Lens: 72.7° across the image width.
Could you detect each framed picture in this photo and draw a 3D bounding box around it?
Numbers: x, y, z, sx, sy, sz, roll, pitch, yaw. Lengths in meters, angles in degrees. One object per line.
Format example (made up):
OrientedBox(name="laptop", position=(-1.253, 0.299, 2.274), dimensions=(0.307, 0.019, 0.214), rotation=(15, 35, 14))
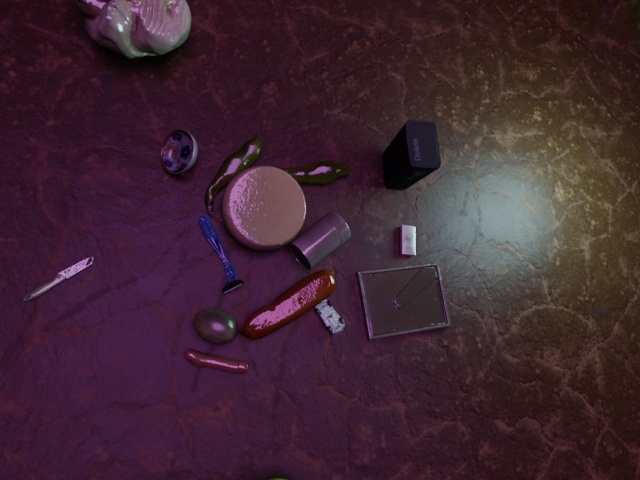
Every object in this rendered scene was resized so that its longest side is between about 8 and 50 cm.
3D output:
OrientedBox(name="framed picture", position=(0.287, 0.201, 1.487), dimensions=(0.314, 0.024, 0.232), rotation=(-5, 77, -17))

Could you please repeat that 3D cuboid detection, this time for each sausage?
OrientedBox(name="sausage", position=(-0.091, 0.199, 1.333), dimensions=(0.348, 0.097, 0.094), rotation=(-33, 79, -21))
OrientedBox(name="sausage", position=(-0.300, 0.352, 1.258), dimensions=(0.186, 0.043, 0.043), rotation=(17, 72, -13))

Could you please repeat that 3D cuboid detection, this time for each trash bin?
OrientedBox(name="trash bin", position=(0.303, -0.285, 1.508), dimensions=(0.114, 0.225, 0.166), rotation=(0, 76, -17))

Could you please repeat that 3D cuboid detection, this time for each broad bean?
OrientedBox(name="broad bean", position=(-0.043, -0.230, 1.475), dimensions=(0.324, 0.067, 0.075), rotation=(-3, 68, -19))
OrientedBox(name="broad bean", position=(-0.281, -0.216, 1.409), dimensions=(0.098, 0.056, 0.318), rotation=(28, 74, -10))

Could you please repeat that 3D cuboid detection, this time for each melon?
OrientedBox(name="melon", position=(-0.302, 0.248, 1.256), dimensions=(0.130, 0.098, 0.098), rotation=(21, 71, -9))

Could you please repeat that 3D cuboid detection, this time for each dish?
OrientedBox(name="dish", position=(-0.424, -0.270, 1.370), dimensions=(0.141, 0.078, 0.141), rotation=(-4, 82, 27))

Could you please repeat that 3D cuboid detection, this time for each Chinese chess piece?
OrientedBox(name="Chinese chess piece", position=(-0.174, -0.100, 1.360), dimensions=(0.273, 0.102, 0.274), rotation=(2, 86, -22))

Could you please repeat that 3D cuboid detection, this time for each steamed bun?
OrientedBox(name="steamed bun", position=(-0.598, -0.729, 1.352), dimensions=(0.352, 0.247, 0.340), rotation=(-15, 92, -43))

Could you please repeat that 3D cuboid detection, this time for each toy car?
OrientedBox(name="toy car", position=(0.026, 0.242, 1.391), dimensions=(0.059, 0.035, 0.122), rotation=(-32, 77, -21))

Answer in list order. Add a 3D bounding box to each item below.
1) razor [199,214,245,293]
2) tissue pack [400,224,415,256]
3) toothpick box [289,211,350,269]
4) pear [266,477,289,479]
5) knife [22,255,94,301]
OrientedBox(name="razor", position=(-0.312, 0.036, 1.341), dimensions=(0.081, 0.042, 0.253), rotation=(-30, 83, 20))
OrientedBox(name="tissue pack", position=(0.310, 0.001, 1.544), dimensions=(0.056, 0.023, 0.108), rotation=(6, 74, -15))
OrientedBox(name="toothpick box", position=(0.000, 0.000, 1.406), dimensions=(0.180, 0.111, 0.111), rotation=(-39, 89, -21))
OrientedBox(name="pear", position=(-0.125, 0.730, 1.139), dimensions=(0.219, 0.187, 0.188), rotation=(18, 71, -18))
OrientedBox(name="knife", position=(-0.728, 0.105, 1.212), dimensions=(0.207, 0.014, 0.030), rotation=(-36, 88, -23))
